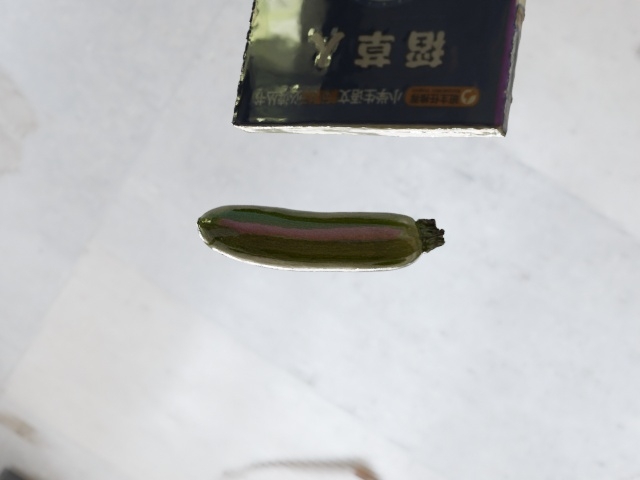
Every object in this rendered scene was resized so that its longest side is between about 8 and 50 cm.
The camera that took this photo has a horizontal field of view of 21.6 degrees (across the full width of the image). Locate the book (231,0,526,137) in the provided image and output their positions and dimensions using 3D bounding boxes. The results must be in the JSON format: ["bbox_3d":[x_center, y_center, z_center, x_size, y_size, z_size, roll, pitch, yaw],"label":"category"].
[{"bbox_3d":[0.080,-0.310,1.737,0.300,0.428,0.039,2,163,25],"label":"book"}]

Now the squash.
[{"bbox_3d":[0.000,0.000,1.736,0.258,0.069,0.069,4,148,0],"label":"squash"}]
